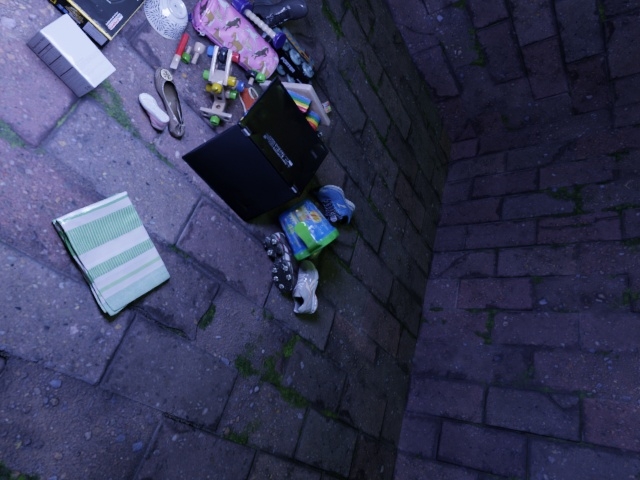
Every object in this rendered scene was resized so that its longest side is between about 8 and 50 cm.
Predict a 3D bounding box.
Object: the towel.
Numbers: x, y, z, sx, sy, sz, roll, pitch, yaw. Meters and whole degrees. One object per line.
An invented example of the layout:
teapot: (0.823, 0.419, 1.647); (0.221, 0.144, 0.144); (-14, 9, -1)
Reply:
towel: (-0.632, 0.035, 1.276); (0.248, 0.038, 0.324); (-42, 118, -48)

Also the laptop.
laptop: (-0.236, -0.340, 1.617); (0.382, 0.237, 0.407); (50, 61, -37)

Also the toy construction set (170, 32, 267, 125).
toy construction set: (-0.408, -0.580, 1.534); (0.309, 0.258, 0.237); (23, 78, -27)

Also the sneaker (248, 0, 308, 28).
sneaker: (-0.188, -0.992, 1.808); (0.109, 0.287, 0.130); (55, 48, -54)

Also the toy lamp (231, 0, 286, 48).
toy lamp: (-0.268, -0.935, 1.752); (0.275, 0.080, 0.080); (42, 41, 8)

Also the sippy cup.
sippy cup: (-0.069, -0.061, 1.861); (0.240, 0.306, 0.224); (-36, 97, -30)

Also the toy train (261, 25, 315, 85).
toy train: (-0.152, -0.887, 1.964); (0.334, 0.142, 0.190); (36, 44, -41)

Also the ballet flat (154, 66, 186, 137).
ballet flat: (-0.528, -0.495, 1.465); (0.084, 0.058, 0.249); (-19, 101, -53)

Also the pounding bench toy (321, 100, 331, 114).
pounding bench toy: (0.024, -0.698, 2.214); (0.052, 0.065, 0.083); (-48, 123, -45)

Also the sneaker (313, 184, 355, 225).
sneaker: (0.075, -0.179, 2.162); (0.330, 0.130, 0.147); (36, 56, -45)

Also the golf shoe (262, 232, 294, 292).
golf shoe: (-0.161, 0.095, 1.836); (0.120, 0.105, 0.272); (-32, 110, -60)

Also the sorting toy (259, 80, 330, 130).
sorting toy: (-0.120, -0.577, 1.816); (0.089, 0.256, 0.257); (-68, 154, -13)

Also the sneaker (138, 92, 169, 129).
sneaker: (-0.577, -0.436, 1.410); (0.134, 0.070, 0.051); (48, 52, 2)

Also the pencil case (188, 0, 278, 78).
pencil case: (-0.340, -0.818, 1.678); (0.386, 0.167, 0.160); (28, 29, -47)

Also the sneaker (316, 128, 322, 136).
sneaker: (-0.083, -0.505, 1.975); (0.235, 0.153, 0.093); (-7, 90, -53)

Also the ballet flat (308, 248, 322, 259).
ballet flat: (0.000, 0.000, 2.086); (0.248, 0.086, 0.086); (-49, 123, -43)

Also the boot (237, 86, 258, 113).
boot: (-0.291, -0.582, 1.771); (0.157, 0.085, 0.059); (62, 41, -29)

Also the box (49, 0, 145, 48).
box: (-0.690, -0.804, 1.267); (0.257, 0.080, 0.321); (41, 54, -35)

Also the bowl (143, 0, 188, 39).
bowl: (-0.538, -0.826, 1.480); (0.170, 0.080, 0.169); (9, 79, -51)

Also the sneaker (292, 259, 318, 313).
sneaker: (-0.080, 0.220, 1.933); (0.121, 0.099, 0.262); (0, 84, -48)

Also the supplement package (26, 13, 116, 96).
supplement package: (-0.715, -0.529, 1.185); (0.179, 0.105, 0.105); (53, 48, -35)
